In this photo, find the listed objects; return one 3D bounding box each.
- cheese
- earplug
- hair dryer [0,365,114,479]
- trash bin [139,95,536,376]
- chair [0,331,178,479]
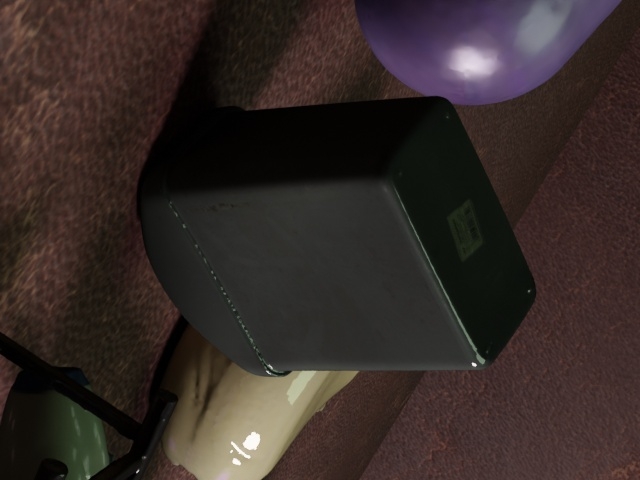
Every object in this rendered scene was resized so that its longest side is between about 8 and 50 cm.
[{"bbox_3d":[-0.036,0.094,1.280,0.266,0.127,0.233,-35,158,-56],"label":"cheese"},{"bbox_3d":[0.196,-0.287,1.077,0.456,0.215,0.215,-51,167,-15],"label":"earplug"},{"bbox_3d":[-0.165,0.166,0.873,0.199,0.067,0.167,140,-51,-70],"label":"hair dryer"},{"bbox_3d":[0.000,0.000,0.930,0.101,0.236,0.177,-48,122,-38],"label":"trash bin"},{"bbox_3d":[-0.200,0.168,0.730,0.260,0.154,0.141,-64,167,18],"label":"chair"}]
